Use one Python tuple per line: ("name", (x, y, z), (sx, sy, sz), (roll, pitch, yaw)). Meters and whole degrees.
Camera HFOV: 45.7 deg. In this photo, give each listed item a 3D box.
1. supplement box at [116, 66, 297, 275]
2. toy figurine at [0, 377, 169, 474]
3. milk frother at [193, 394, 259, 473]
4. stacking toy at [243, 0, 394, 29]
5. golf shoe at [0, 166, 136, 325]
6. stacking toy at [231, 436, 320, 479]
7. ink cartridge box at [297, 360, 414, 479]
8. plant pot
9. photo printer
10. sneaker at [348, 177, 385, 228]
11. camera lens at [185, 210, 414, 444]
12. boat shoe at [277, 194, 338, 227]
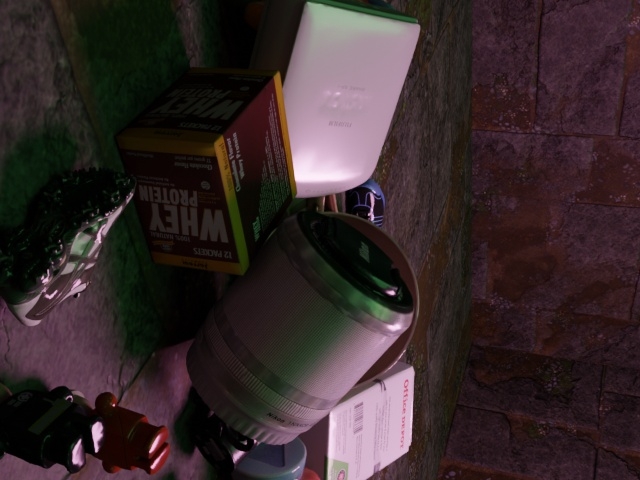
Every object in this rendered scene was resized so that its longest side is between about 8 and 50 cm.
("supplement box", (-0.133, -0.093, 0.968), (0.194, 0.129, 0.191), (-61, 151, -48))
("toy figurine", (-0.264, 0.236, 0.708), (0.213, 0.148, 0.209), (46, 59, -68))
("milk frother", (-0.102, 0.262, 1.128), (0.135, 0.143, 0.129), (-39, 121, -39))
("stacking toy", (-0.022, -0.339, 1.217), (0.302, 0.175, 0.165), (-3, 103, -57))
("golf shoe", (-0.255, 0.001, 0.766), (0.198, 0.077, 0.093), (-56, 162, -44))
("stacking toy", (-0.051, 0.401, 1.162), (0.309, 0.280, 0.130), (-49, 143, -65))
("ink cartridge box", (0.062, 0.379, 1.570), (0.289, 0.122, 0.211), (-13, 111, -48))
("plant pot", (0.007, 0.105, 1.285), (0.191, 0.284, 0.283), (126, -26, -81))
("photo printer", (0.000, -0.209, 1.147), (0.256, 0.107, 0.307), (-3, 120, -41))
("sneaker", (0.104, -0.036, 1.734), (0.232, 0.082, 0.090), (79, 19, -45))
("camera lens", (-0.026, 0.114, 1.041), (0.274, 0.219, 0.219), (-50, 167, 16))
("boat shoe", (0.000, 0.000, 1.406), (0.341, 0.110, 0.121), (70, 33, -52))
